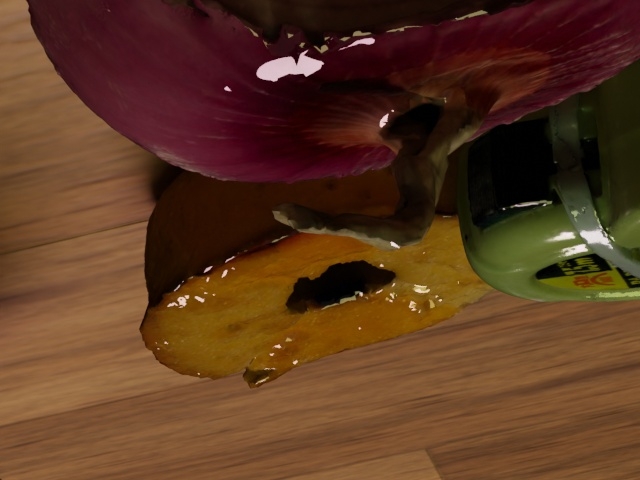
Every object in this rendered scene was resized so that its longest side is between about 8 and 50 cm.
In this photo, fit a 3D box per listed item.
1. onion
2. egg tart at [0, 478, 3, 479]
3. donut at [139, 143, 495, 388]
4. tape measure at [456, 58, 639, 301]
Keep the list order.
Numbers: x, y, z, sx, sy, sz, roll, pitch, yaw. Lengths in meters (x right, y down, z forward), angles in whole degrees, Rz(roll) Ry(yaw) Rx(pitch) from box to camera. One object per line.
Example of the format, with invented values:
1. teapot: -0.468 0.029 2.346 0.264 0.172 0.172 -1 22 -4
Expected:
1. onion: 0.014 -0.100 0.553 0.207 0.200 0.200 -42 156 -6
2. egg tart: -0.311 0.186 0.873 0.388 0.388 0.169 3 110 -28
3. donut: 0.000 0.000 0.884 0.190 0.074 0.174 -19 154 9
4. tape measure: 0.134 -0.023 0.772 0.154 0.087 0.177 -10 162 22
